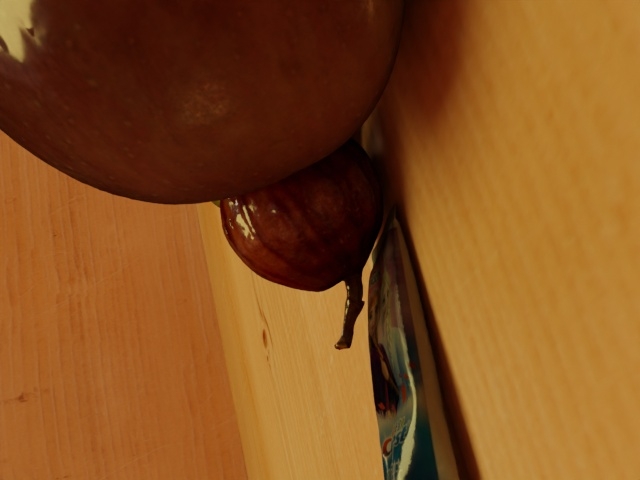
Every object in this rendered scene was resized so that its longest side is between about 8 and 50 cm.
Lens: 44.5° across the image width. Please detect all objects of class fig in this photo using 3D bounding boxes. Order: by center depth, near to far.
[{"bbox_3d":[-0.008,-0.014,0.564,0.128,0.128,0.150,93,159,-46],"label":"fig"}]

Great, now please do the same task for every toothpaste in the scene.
[{"bbox_3d":[0.060,0.112,0.536,0.096,0.061,0.266,108,156,-64],"label":"toothpaste"}]

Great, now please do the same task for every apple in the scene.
[{"bbox_3d":[-0.088,-0.156,0.486,0.235,0.305,0.306,58,178,-25],"label":"apple"}]

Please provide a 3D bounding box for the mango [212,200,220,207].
[{"bbox_3d":[-0.141,-0.108,1.226,0.191,0.085,0.122,-140,52,-58],"label":"mango"}]
